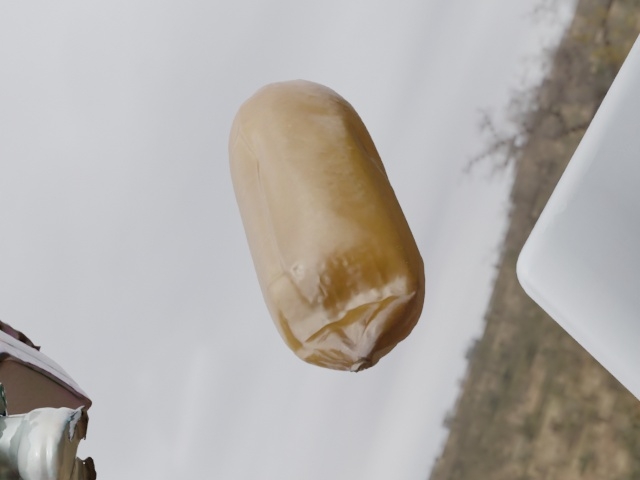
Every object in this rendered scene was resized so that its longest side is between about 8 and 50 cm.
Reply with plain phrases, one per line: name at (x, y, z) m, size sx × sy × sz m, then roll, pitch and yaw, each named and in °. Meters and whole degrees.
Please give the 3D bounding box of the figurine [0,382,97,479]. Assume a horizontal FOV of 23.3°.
figurine at (-0.109, 0.053, 0.374) m, size 0.060 × 0.106 × 0.047 m, roll 86°, pitch -175°, yaw -49°

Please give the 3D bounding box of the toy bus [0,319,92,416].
toy bus at (-0.266, 0.180, 0.999) m, size 0.090 × 0.112 × 0.274 m, roll 37°, pitch -91°, yaw -37°

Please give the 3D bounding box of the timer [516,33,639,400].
timer at (0.232, -0.012, 0.638) m, size 0.192 × 0.195 × 0.194 m, roll -22°, pitch -34°, yaw -41°

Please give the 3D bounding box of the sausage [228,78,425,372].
sausage at (0.006, -0.001, 1.059) m, size 0.328 × 0.112 × 0.112 m, roll -108°, pitch 26°, yaw -54°
